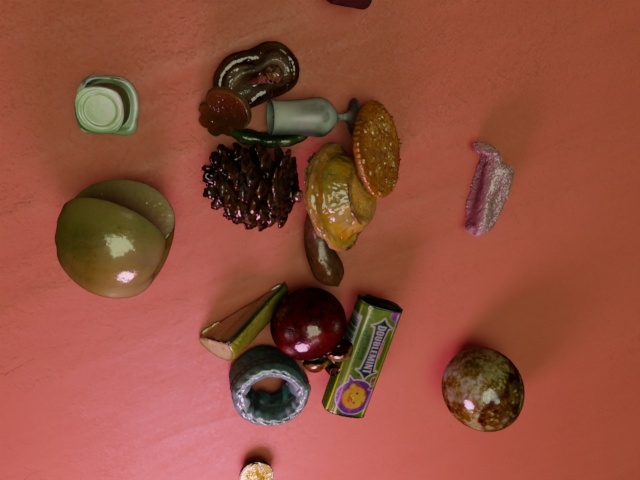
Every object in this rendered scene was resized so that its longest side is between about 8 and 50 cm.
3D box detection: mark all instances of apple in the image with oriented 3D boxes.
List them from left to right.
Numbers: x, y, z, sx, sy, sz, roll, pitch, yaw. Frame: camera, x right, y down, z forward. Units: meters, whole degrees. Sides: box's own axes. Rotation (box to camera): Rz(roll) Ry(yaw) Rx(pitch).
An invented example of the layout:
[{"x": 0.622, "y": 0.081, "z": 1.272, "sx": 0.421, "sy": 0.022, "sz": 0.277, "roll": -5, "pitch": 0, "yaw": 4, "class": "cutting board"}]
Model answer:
[{"x": -0.491, "y": -0.009, "z": 1.492, "sx": 0.254, "sy": 0.292, "sz": 0.292, "roll": 17, "pitch": 102, "yaw": -5, "class": "apple"}]

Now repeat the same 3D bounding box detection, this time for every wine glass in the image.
[{"x": -0.019, "y": -0.313, "z": 1.580, "sx": 0.231, "sy": 0.103, "sz": 0.103, "roll": -5, "pitch": 107, "yaw": -17, "class": "wine glass"}]

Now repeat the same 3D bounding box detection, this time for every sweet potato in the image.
[{"x": -0.001, "y": -0.001, "z": 1.691, "sx": 0.097, "sy": 0.097, "sz": 0.292, "roll": -16, "pitch": 114, "yaw": -7, "class": "sweet potato"}]

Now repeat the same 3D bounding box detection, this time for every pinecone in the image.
[{"x": -0.168, "y": -0.137, "z": 1.559, "sx": 0.272, "sy": 0.224, "sz": 0.224, "roll": 9, "pitch": 106, "yaw": 19, "class": "pinecone"}]

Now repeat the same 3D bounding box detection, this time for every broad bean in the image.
[{"x": -0.123, "y": -0.273, "z": 1.618, "sx": 0.226, "sy": 0.039, "sz": 0.069, "roll": -8, "pitch": 74, "yaw": -13, "class": "broad bean"}]

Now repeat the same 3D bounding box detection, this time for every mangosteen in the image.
[{"x": -0.014, "y": 0.254, "z": 1.691, "sx": 0.215, "sy": 0.215, "sz": 0.257, "roll": -35, "pitch": 92, "yaw": 0, "class": "mangosteen"}]

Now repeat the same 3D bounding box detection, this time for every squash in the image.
[{"x": -0.202, "y": 0.225, "z": 1.758, "sx": 0.252, "sy": 0.169, "sz": 0.093, "roll": -46, "pitch": 117, "yaw": -32, "class": "squash"}]

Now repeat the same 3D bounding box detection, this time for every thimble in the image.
[{"x": -0.140, "y": 0.413, "z": 1.761, "sx": 0.235, "sy": 0.143, "sz": 0.198, "roll": 2, "pitch": 106, "yaw": -14, "class": "thimble"}]

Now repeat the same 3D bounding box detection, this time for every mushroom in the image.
[{"x": -0.149, "y": -0.391, "z": 1.483, "sx": 0.227, "sy": 0.217, "sz": 0.148, "roll": -30, "pitch": 110, "yaw": -2, "class": "mushroom"}]

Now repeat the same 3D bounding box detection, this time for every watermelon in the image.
[{"x": -0.198, "y": 0.705, "z": 1.875, "sx": 0.105, "sy": 0.062, "sz": 0.105, "roll": -5, "pitch": 105, "yaw": -18, "class": "watermelon"}]

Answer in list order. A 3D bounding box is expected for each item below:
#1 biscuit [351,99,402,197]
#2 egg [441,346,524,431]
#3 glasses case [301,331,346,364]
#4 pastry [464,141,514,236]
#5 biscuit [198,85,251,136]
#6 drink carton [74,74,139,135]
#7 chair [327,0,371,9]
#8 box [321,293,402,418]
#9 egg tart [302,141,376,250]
[{"x": 0.151, "y": -0.235, "z": 1.602, "sx": 0.035, "sy": 0.254, "sz": 0.254, "roll": -2, "pitch": 112, "yaw": 32, "class": "biscuit"}, {"x": 0.492, "y": 0.454, "z": 1.854, "sx": 0.238, "sy": 0.238, "sz": 0.289, "roll": -38, "pitch": 119, "yaw": 1, "class": "egg"}, {"x": 0.034, "y": 0.318, "z": 1.817, "sx": 0.196, "sy": 0.050, "sz": 0.083, "roll": -12, "pitch": 106, "yaw": -8, "class": "glasses case"}, {"x": 0.477, "y": -0.144, "z": 1.750, "sx": 0.112, "sy": 0.103, "sz": 0.265, "roll": -3, "pitch": 108, "yaw": -18, "class": "pastry"}, {"x": -0.239, "y": -0.318, "z": 1.531, "sx": 0.124, "sy": 0.175, "sz": 0.026, "roll": 44, "pitch": 52, "yaw": -20, "class": "biscuit"}, {"x": -0.514, "y": -0.317, "z": 1.471, "sx": 0.146, "sy": 0.142, "sz": 0.144, "roll": 1, "pitch": 105, "yaw": -10, "class": "drink carton"}, {"x": -0.073, "y": -0.661, "z": 1.423, "sx": 0.401, "sy": 0.226, "sz": 0.227, "roll": 0, "pitch": 106, "yaw": -13, "class": "chair"}, {"x": 0.118, "y": 0.329, "z": 1.760, "sx": 0.134, "sy": 0.097, "sz": 0.346, "roll": 15, "pitch": 102, "yaw": -18, "class": "box"}, {"x": 0.061, "y": -0.111, "z": 1.593, "sx": 0.118, "sy": 0.288, "sz": 0.288, "roll": -2, "pitch": 111, "yaw": 28, "class": "egg tart"}]
